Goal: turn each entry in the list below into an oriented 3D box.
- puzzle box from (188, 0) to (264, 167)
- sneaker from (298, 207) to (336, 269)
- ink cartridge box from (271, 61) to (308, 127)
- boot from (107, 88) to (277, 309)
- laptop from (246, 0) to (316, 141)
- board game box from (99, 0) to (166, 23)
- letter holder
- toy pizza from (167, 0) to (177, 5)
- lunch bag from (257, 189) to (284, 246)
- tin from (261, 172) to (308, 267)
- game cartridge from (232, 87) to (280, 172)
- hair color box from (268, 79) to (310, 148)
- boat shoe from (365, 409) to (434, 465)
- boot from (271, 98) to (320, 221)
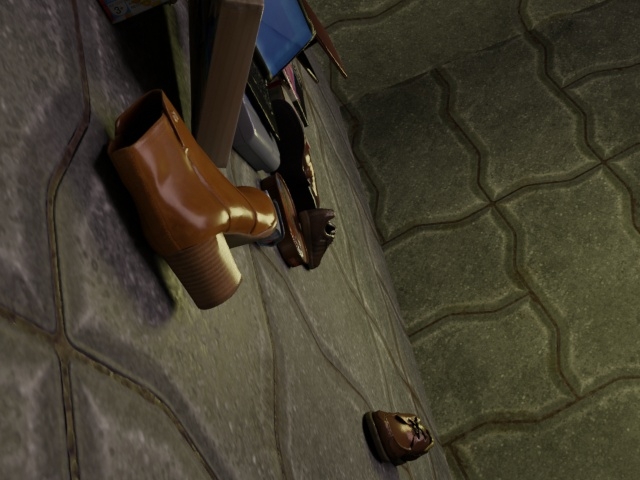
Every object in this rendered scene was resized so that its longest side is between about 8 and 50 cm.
[{"bbox_3d":[-0.143,-0.338,1.179,0.272,0.052,0.409,110,-21,-46],"label":"puzzle box"},{"bbox_3d":[0.000,0.000,1.675,0.188,0.071,0.066,84,-7,-62],"label":"sneaker"},{"bbox_3d":[-0.104,-0.453,2.274,0.371,0.069,0.176,-103,169,-55],"label":"ink cartridge box"},{"bbox_3d":[-0.139,-0.075,0.947,0.295,0.104,0.211,-82,150,-65],"label":"boot"},{"bbox_3d":[-0.084,-0.367,1.550,0.234,0.136,0.264,60,13,-48],"label":"laptop"},{"bbox_3d":[-0.244,-0.421,0.966,0.144,0.142,0.275,-103,169,-45],"label":"board game box"},{"bbox_3d":[-0.084,-0.472,1.895,0.302,0.152,0.214,47,15,-48],"label":"letter holder"},{"bbox_3d":[-0.218,-0.470,1.320,0.201,0.032,0.201,-174,-90,-82],"label":"toy pizza"},{"bbox_3d":[-0.089,-0.033,1.351,0.083,0.053,0.071,74,0,-71],"label":"lunch bag"},{"bbox_3d":[-0.067,-0.037,1.566,0.106,0.040,0.190,48,23,-59],"label":"tin"},{"bbox_3d":[-0.156,-0.284,1.536,0.198,0.062,0.297,56,15,-74],"label":"game cartridge"},{"bbox_3d":[-0.083,-0.296,2.036,0.167,0.053,0.093,58,13,-50],"label":"hair color box"},{"bbox_3d":[0.173,0.408,1.789,0.307,0.104,0.111,48,22,-68],"label":"boat shoe"},{"bbox_3d":[-0.051,-0.183,1.822,0.280,0.096,0.264,-77,146,-77],"label":"boot"}]
